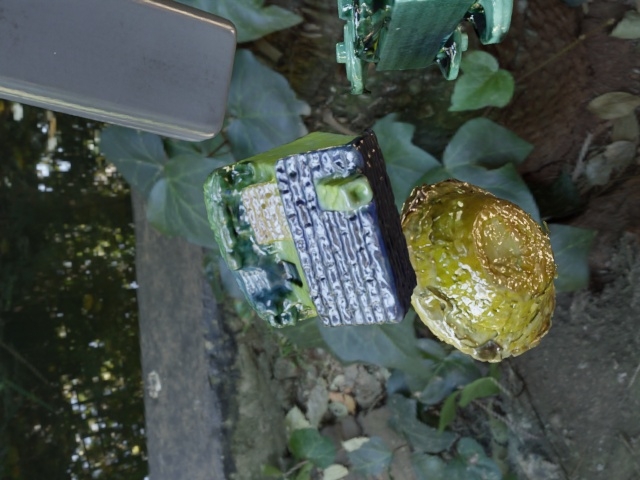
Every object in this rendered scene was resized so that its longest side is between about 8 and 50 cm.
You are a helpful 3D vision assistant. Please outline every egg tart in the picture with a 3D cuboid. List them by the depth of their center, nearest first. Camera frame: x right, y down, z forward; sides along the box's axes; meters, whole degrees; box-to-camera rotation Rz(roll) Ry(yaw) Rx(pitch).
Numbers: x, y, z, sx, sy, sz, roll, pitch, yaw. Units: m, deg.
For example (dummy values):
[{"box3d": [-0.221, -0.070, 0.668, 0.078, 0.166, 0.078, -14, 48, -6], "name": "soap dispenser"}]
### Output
[{"box3d": [0.243, 0.029, 1.016, 0.116, 0.294, 0.295, -37, 67, 55], "name": "egg tart"}]

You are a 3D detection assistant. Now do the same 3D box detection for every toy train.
[{"box3d": [0.102, -0.329, 0.812, 0.442, 0.179, 0.272, -74, -20, -87], "name": "toy train"}]

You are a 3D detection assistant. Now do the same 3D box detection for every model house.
[{"box3d": [0.000, 0.000, 0.713, 0.211, 0.170, 0.194, 18, 126, 66], "name": "model house"}]

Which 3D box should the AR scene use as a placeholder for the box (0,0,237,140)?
[{"box3d": [-0.186, -0.147, 0.526, 0.055, 0.243, 0.103, 9, 90, 59], "name": "box"}]
